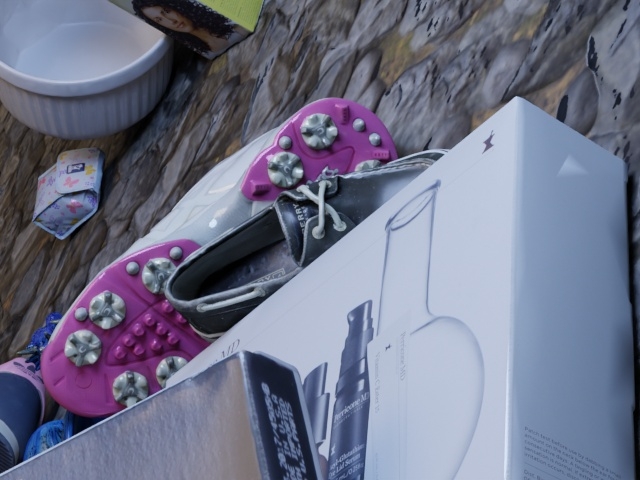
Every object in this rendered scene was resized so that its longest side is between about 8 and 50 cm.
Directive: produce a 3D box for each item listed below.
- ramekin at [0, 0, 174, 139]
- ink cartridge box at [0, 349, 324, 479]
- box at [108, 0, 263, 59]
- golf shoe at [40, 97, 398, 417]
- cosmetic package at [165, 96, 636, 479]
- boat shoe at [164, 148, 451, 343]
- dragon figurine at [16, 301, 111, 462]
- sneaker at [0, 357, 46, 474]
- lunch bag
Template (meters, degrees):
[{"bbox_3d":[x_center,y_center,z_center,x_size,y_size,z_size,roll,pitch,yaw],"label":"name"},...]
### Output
[{"bbox_3d":[-0.245,-0.198,1.793,0.109,0.207,0.207,91,-174,-52],"label":"ramekin"},{"bbox_3d":[-0.113,0.250,0.873,0.307,0.072,0.303,-28,58,23],"label":"ink cartridge box"},{"bbox_3d":[-0.171,-0.259,1.666,0.087,0.232,0.058,-26,41,53],"label":"box"},{"bbox_3d":[-0.077,0.015,1.296,0.306,0.115,0.140,-39,13,-7],"label":"golf shoe"},{"bbox_3d":[0.022,0.132,1.031,0.377,0.097,0.284,-40,30,40],"label":"cosmetic package"},{"bbox_3d":[0.000,0.000,1.168,0.219,0.070,0.077,-31,53,9],"label":"boat shoe"},{"bbox_3d":[-0.170,0.169,1.304,0.085,0.144,0.289,-38,33,43],"label":"dragon figurine"},{"bbox_3d":[-0.361,0.226,1.697,0.319,0.112,0.131,-37,16,37],"label":"sneaker"},{"bbox_3d":[-0.259,-0.055,1.841,0.083,0.053,0.071,-34,36,29],"label":"lunch bag"}]
